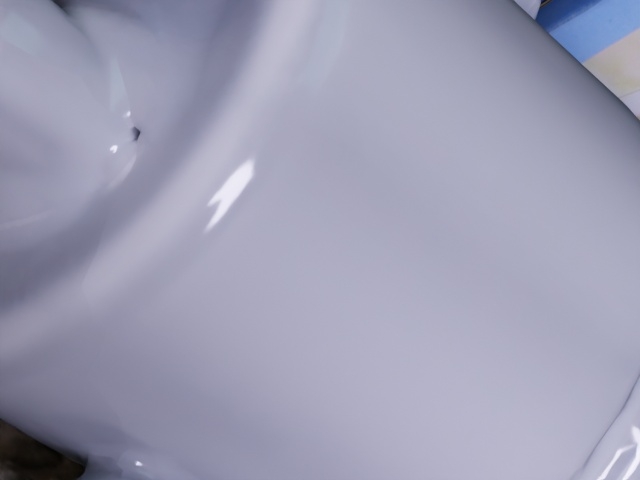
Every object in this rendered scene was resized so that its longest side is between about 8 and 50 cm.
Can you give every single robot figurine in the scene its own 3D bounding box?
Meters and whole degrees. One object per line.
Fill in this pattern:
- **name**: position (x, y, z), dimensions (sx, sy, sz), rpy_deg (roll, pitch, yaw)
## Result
- **robot figurine**: position (0.000, 0.000, 0.594), dimensions (0.353, 0.200, 0.300), rpy_deg (37, 62, -35)

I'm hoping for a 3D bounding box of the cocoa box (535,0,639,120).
- **cocoa box**: position (0.184, 0.009, 0.849), dimensions (0.347, 0.231, 0.228), rpy_deg (51, 29, -16)
